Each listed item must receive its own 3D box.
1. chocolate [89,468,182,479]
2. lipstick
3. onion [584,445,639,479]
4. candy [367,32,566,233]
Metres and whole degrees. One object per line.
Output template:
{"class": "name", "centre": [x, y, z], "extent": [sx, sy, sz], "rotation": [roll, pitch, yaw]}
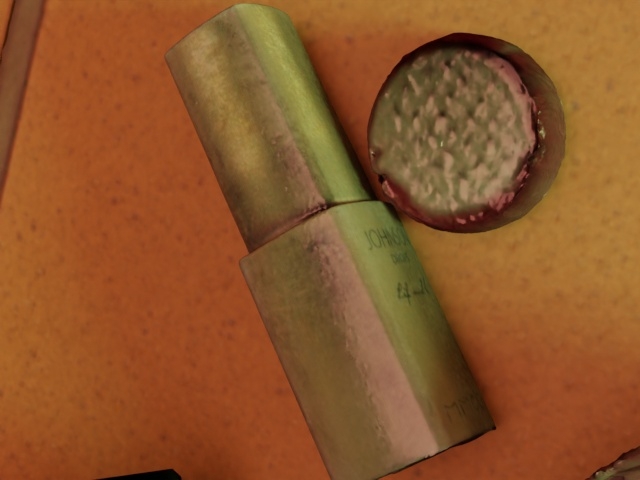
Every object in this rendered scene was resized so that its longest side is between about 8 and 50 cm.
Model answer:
{"class": "chocolate", "centre": [-0.226, 0.327, 0.665], "extent": [0.331, 0.384, 0.383], "rotation": [-18, 83, 40]}
{"class": "lipstick", "centre": [0.000, 0.000, 0.666], "extent": [0.077, 0.079, 0.253], "rotation": [-29, 79, 26]}
{"class": "onion", "centre": [0.194, 0.190, 0.535], "extent": [0.349, 0.159, 0.267], "rotation": [2, 80, 34]}
{"class": "candy", "centre": [0.073, -0.054, 0.648], "extent": [0.103, 0.043, 0.103], "rotation": [1, 92, 26]}
